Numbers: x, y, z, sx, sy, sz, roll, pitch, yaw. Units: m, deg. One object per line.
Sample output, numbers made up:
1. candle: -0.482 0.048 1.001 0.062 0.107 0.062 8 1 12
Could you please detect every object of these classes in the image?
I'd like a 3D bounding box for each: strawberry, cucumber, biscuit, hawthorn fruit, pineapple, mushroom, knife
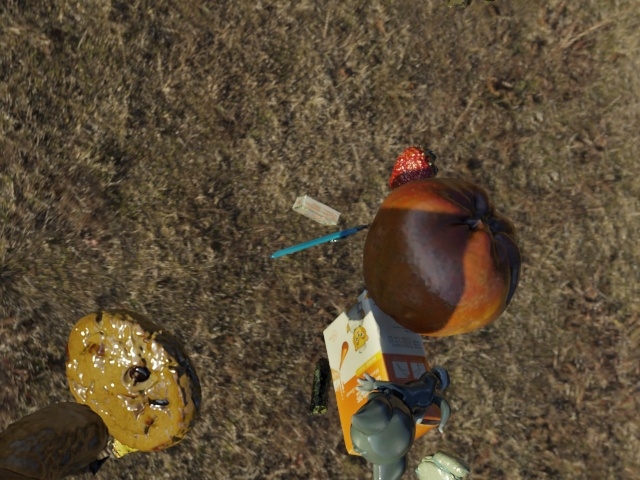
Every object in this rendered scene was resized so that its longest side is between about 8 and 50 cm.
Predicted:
1. strawberry: 0.264 -0.211 1.828 0.131 0.148 0.131 36 49 -55
2. cucumber: 0.000 0.390 1.697 0.053 0.053 0.182 29 43 -23
3. biscuit: -0.350 0.259 1.148 0.296 0.295 0.075 67 27 -9
4. hawthorn fruit: 0.190 0.042 1.102 0.277 0.298 0.277 32 38 -30
5. pineapple: -0.477 0.499 1.621 0.116 0.069 0.137 28 101 -17
6. mushroom: -0.340 0.274 0.613 0.267 0.254 0.267 -12 124 -18
7. knife: 0.001 0.002 1.760 0.296 0.044 0.026 -18 100 -5

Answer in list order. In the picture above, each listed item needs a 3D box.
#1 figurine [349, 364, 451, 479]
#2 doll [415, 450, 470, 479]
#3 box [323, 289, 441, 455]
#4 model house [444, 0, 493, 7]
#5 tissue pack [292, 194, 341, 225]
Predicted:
1. figurine: 0.162 0.349 1.225 0.265 0.140 0.193 -17 109 -24
2. doll: 0.290 0.565 1.527 0.103 0.214 0.071 36 58 8
3. box: 0.145 0.325 1.537 0.143 0.225 0.341 10 49 -29
4. model house: 0.258 -0.524 1.111 0.211 0.204 0.243 35 77 -51
5. tissue pack: -0.008 -0.059 1.269 0.083 0.063 0.035 25 82 -17
